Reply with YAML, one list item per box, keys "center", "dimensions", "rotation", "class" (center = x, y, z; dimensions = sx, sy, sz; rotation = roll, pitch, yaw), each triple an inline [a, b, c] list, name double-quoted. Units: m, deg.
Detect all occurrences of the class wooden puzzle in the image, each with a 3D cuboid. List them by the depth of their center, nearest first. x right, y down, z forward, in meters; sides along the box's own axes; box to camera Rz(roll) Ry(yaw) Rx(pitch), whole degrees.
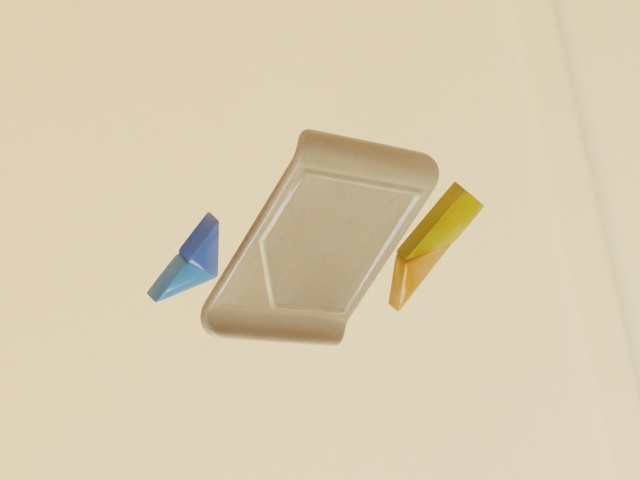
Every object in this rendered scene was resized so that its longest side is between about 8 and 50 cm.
- center: [0.000, 0.000, 0.542]
  dimensions: [0.014, 0.116, 0.078]
  rotation: [42, -75, 36]
  class: "wooden puzzle"
